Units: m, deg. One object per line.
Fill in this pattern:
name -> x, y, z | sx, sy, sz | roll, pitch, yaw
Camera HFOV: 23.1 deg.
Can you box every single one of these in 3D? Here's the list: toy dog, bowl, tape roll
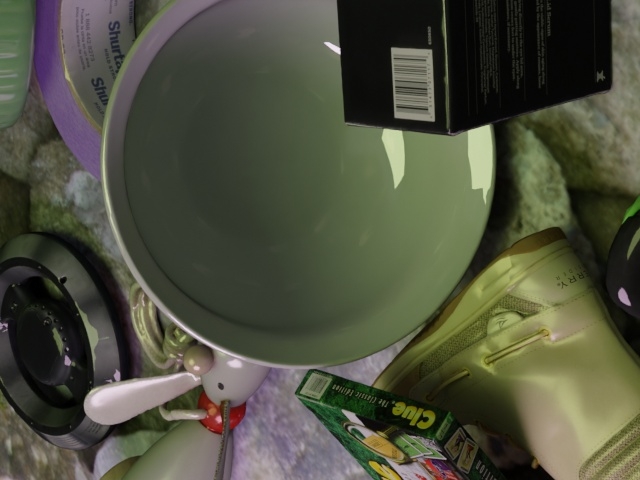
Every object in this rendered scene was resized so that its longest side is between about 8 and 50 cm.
toy dog -> -0.150, 0.209, 1.432 | 0.220, 0.161, 0.334 | 19, 115, 40
bowl -> -0.030, -0.058, 1.162 | 0.134, 0.297, 0.298 | -171, 69, -70
tape roll -> -0.135, -0.175, 1.349 | 0.274, 0.090, 0.275 | 17, 115, 41

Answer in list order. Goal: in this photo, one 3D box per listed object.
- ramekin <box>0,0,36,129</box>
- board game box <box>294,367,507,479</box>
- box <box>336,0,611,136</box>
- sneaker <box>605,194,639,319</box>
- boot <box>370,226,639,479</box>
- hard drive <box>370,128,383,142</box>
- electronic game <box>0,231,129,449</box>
ramekin -> -0.355, -0.236, 1.435 | 0.303, 0.148, 0.304 | 178, 90, -71
board game box -> 0.096, 0.188, 1.162 | 0.136, 0.030, 0.260 | 15, 154, 45
box -> 0.101, -0.215, 1.035 | 0.103, 0.184, 0.261 | 10, 110, 45
sneaker -> 0.362, 0.094, 0.859 | 0.482, 0.202, 0.185 | 27, 121, 37
boot -> 0.152, 0.142, 1.165 | 0.203, 0.095, 0.262 | 53, 130, 17
hard drive -> 0.024, -0.141, 1.249 | 0.094, 0.022, 0.135 | 27, 121, 36
electronic game -> -0.274, 0.104, 1.603 | 0.229, 0.048, 0.229 | 15, 111, 41
